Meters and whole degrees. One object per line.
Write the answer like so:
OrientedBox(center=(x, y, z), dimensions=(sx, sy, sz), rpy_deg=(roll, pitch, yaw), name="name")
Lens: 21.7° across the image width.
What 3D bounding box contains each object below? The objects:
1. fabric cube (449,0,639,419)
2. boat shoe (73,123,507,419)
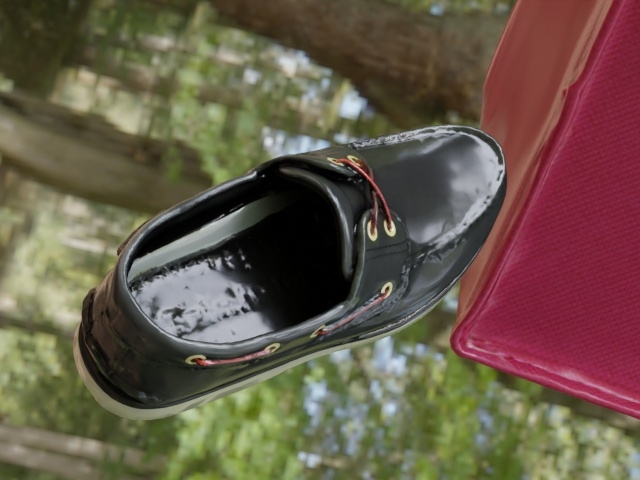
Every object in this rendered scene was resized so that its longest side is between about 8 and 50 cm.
OrientedBox(center=(0.208, -0.073, 0.550), dimensions=(0.258, 0.254, 0.259), rpy_deg=(-72, -176, -67), name="fabric cube")
OrientedBox(center=(0.001, 0.001, 0.414), dimensions=(0.049, 0.133, 0.042), rpy_deg=(56, -34, 14), name="boat shoe")
